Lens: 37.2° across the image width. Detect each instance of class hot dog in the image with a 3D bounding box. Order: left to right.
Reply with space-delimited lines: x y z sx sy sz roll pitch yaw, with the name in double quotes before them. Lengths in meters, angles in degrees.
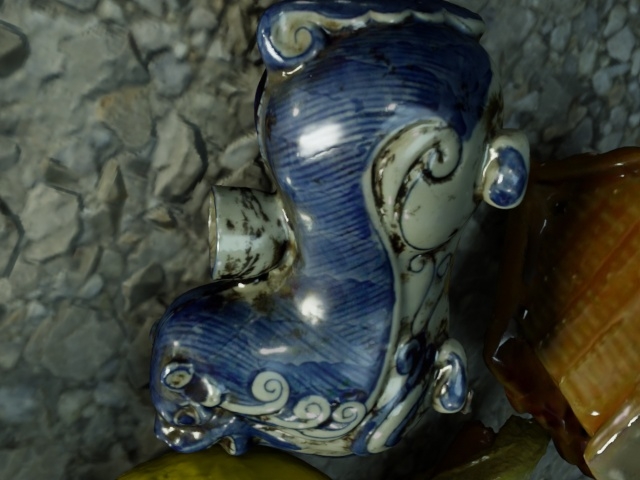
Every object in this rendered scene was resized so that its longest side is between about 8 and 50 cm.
"hot dog" 0.070 0.232 0.713 0.093 0.123 0.262 36 72 -7

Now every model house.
"model house" 0.221 0.059 0.655 0.219 0.229 0.199 -41 129 14

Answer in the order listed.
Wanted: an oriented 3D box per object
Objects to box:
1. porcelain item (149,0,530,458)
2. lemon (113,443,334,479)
"porcelain item" 0.000 0.000 0.548 0.186 0.138 0.288 1 119 -16
"lemon" -0.051 0.261 0.577 0.240 0.219 0.241 -18 127 -25
